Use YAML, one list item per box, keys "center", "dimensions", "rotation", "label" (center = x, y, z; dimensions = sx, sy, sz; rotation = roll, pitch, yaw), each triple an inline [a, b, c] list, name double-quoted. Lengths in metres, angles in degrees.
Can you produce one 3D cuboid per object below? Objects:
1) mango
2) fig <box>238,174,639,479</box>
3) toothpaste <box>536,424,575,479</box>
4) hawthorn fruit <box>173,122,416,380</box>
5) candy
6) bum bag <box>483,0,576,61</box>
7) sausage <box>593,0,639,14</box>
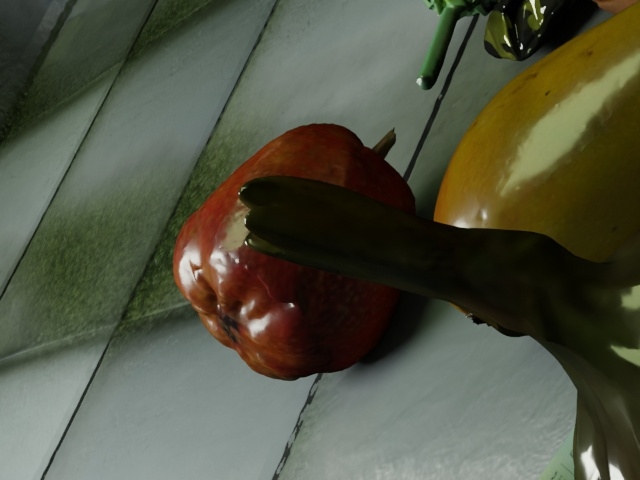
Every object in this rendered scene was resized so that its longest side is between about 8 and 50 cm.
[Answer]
- center: [0.158, -0.058, 1.006]
  dimensions: [0.253, 0.113, 0.138]
  rotation: [-48, 22, 16]
  label: "mango"
- center: [0.146, 0.061, 0.510]
  dimensions: [0.286, 0.368, 0.286]
  rotation: [-54, 24, 38]
  label: "fig"
- center: [0.165, 0.094, 0.829]
  dimensions: [0.313, 0.071, 0.089]
  rotation: [-56, 18, 2]
  label: "toothpaste"
- center: [-0.010, 0.011, 1.244]
  dimensions: [0.173, 0.173, 0.179]
  rotation: [-40, 0, 37]
  label: "hawthorn fruit"
- center: [0.094, -0.176, 1.291]
  dimensions: [0.305, 0.083, 0.091]
  rotation: [-68, -22, -63]
  label: "candy"
- center: [0.173, -0.228, 1.297]
  dimensions: [0.106, 0.060, 0.232]
  rotation: [-34, 36, 56]
  label: "bum bag"
- center: [0.172, -0.226, 1.144]
  dimensions: [0.121, 0.121, 0.304]
  rotation: [-54, 34, 6]
  label: "sausage"
